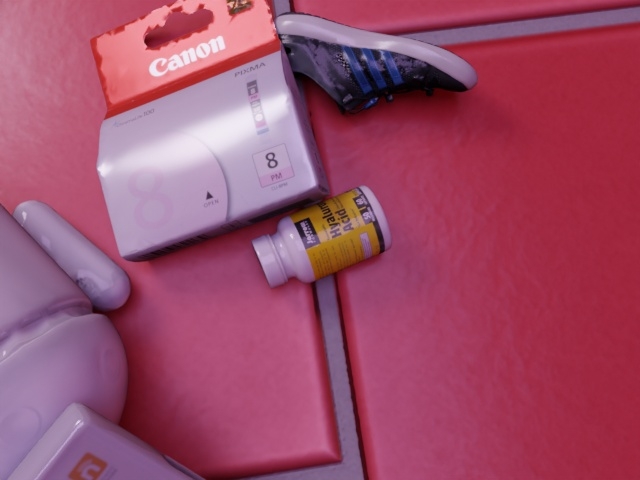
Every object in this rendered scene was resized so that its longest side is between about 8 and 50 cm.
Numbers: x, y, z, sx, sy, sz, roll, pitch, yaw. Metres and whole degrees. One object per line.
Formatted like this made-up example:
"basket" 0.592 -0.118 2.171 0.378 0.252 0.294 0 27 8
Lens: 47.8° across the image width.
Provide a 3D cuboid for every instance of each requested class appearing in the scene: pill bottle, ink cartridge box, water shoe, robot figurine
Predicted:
"pill bottle" 0.000 0.000 0.649 0.116 0.065 0.065 -23 81 -7
"ink cartridge box" -0.115 -0.118 0.649 0.189 0.066 0.233 -19 84 11
"water shoe" 0.045 -0.156 0.689 0.203 0.073 0.080 16 96 7
"robot figurine" -0.290 0.073 0.551 0.353 0.200 0.300 46 51 7

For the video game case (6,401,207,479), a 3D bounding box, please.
"video game case" -0.163 0.320 0.506 0.329 0.036 0.300 -52 123 -10
